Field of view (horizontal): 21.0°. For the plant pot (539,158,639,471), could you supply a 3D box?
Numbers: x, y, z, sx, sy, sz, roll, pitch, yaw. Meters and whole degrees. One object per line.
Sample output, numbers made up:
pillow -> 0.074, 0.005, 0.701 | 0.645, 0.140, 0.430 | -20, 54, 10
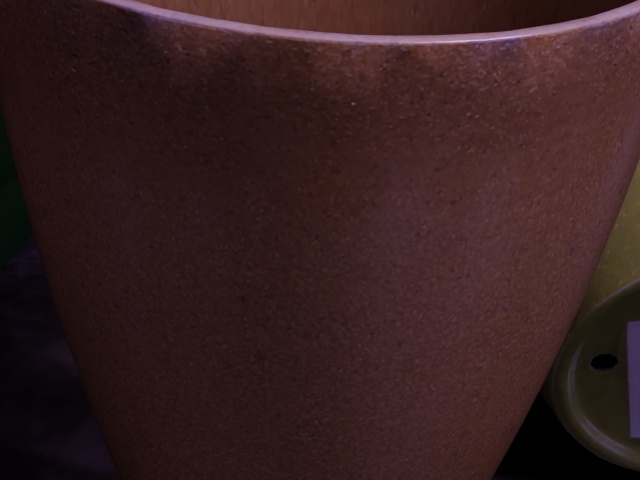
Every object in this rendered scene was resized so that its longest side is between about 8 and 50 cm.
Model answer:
plant pot -> 0.154, -0.051, 0.768 | 0.274, 0.275, 0.294 | 1, 45, -4

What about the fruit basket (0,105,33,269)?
fruit basket -> -0.243, -0.053, 0.615 | 0.165, 0.327, 0.353 | 34, 39, 26

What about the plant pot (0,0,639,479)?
plant pot -> 0.000, 0.000, 0.619 | 0.237, 0.254, 0.237 | 2, 29, -1
